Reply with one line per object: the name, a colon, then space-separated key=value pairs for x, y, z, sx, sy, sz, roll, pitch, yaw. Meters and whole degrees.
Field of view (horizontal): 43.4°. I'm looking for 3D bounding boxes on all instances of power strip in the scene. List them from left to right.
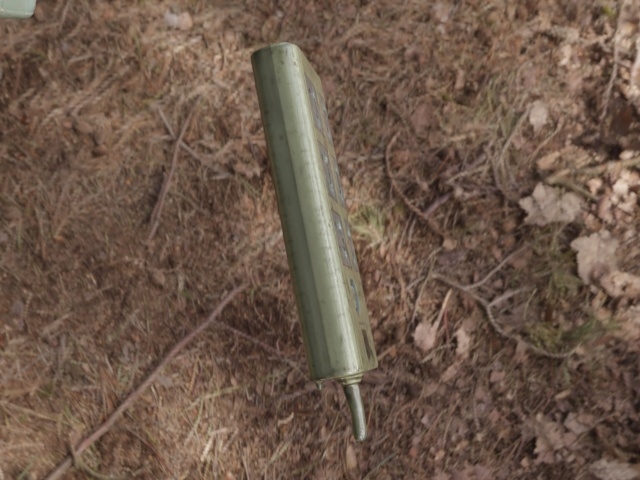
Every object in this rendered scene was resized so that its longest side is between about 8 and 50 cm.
power strip: x=0.000 y=0.000 z=0.540 sx=0.034 sy=0.092 sz=0.268 roll=-13 pitch=81 yaw=10

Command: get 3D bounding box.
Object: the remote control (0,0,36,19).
remote control: x=-0.235 y=-0.265 z=0.592 sx=0.050 sy=0.145 sz=0.344 roll=4 pitch=23 yaw=-24
